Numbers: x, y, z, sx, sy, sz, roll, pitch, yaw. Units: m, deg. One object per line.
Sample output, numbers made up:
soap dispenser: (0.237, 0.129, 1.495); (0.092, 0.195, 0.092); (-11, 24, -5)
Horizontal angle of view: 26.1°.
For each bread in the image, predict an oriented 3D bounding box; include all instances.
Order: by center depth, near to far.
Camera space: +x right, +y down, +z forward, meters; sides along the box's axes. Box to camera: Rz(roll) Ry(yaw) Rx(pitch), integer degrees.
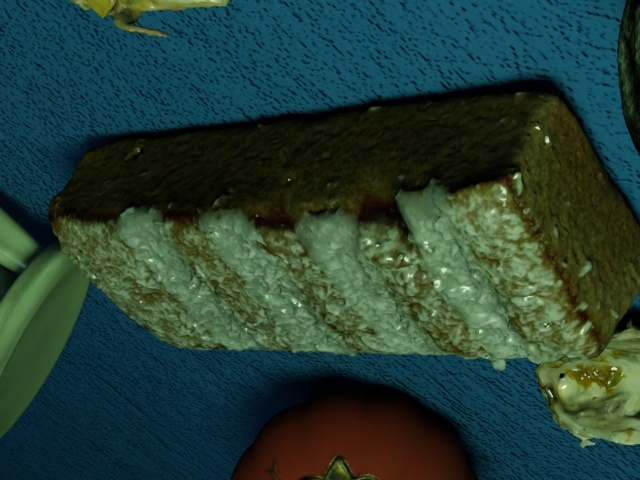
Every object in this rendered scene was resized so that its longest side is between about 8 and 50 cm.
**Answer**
bread: (0.000, 0.000, 0.933); (0.416, 0.113, 0.165); (-3, 138, 41)

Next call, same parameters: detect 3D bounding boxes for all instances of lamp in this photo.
lamp: (0.029, 0.241, 1.183); (0.227, 0.227, 0.227); (19, 149, 12)

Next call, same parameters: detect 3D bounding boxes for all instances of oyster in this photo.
oyster: (0.220, 0.103, 0.986); (0.105, 0.056, 0.177); (44, 146, -7)

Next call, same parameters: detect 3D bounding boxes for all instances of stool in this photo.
stool: (-0.322, 0.047, 1.172); (0.198, 0.195, 0.195); (29, 151, 3)

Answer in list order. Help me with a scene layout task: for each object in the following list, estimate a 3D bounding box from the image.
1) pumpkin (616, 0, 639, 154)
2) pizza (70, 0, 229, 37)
pumpkin: (0.235, -0.075, 0.570); (0.220, 0.162, 0.220); (6, 168, 1)
pizza: (-0.168, -0.184, 0.815); (0.226, 0.069, 0.147); (39, 145, -21)
